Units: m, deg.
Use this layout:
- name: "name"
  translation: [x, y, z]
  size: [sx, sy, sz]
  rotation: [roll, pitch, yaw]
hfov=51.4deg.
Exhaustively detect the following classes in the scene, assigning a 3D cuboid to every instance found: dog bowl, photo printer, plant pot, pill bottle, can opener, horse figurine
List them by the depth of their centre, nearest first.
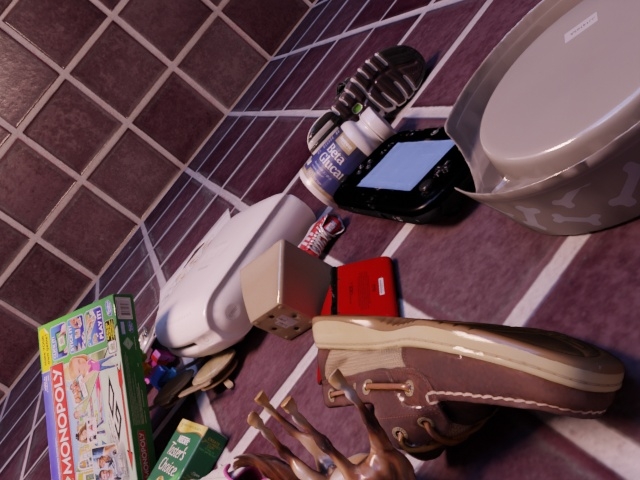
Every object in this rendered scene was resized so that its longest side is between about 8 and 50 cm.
- name: "horse figurine"
  translation: [0.014, 0.205, 0.591]
  size: [0.066, 0.174, 0.263]
  rotation: [-42, 4, -33]
- name: "dog bowl"
  translation: [0.282, -0.155, 0.672]
  size: [0.348, 0.102, 0.349]
  rotation: [-42, 22, 22]
- name: "plant pot"
  translation: [-0.051, 0.082, 0.983]
  size: [0.109, 0.109, 0.096]
  rotation: [-35, 38, 37]
- name: "pill bottle"
  translation: [0.050, -0.146, 1.153]
  size: [0.169, 0.094, 0.094]
  rotation: [-46, 21, 15]
- name: "photo printer"
  translation: [-0.163, 0.072, 1.186]
  size: [0.256, 0.107, 0.308]
  rotation: [-19, 32, 55]
- name: "can opener"
  translation: [-0.377, 0.292, 1.372]
  size: [0.284, 0.095, 0.076]
  rotation: [-61, 19, 12]

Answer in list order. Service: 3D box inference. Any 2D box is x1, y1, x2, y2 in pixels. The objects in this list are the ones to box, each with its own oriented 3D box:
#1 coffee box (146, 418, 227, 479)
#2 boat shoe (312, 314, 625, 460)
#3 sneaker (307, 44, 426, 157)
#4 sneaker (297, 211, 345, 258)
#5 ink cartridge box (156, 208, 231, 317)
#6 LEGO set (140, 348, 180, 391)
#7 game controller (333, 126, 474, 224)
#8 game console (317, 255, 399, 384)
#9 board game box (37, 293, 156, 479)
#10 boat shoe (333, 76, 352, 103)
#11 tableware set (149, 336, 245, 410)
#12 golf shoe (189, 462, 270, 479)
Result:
- name: "coffee box"
  translation: [-0.213, 0.349, 0.951]
  size: [0.113, 0.040, 0.184]
  rotation: [-12, 44, 60]
- name: "boat shoe"
  translation: [0.103, 0.132, 0.588]
  size: [0.342, 0.123, 0.123]
  rotation: [-4, 80, 54]
- name: "sneaker"
  translation: [0.074, -0.257, 1.291]
  size: [0.281, 0.106, 0.162]
  rotation: [-42, 3, -7]
- name: "sneaker"
  translation: [0.000, 0.000, 1.089]
  size: [0.067, 0.042, 0.118]
  rotation: [-36, 23, 44]
- name: "ink cartridge box"
  translation: [-0.262, 0.077, 1.489]
  size: [0.275, 0.060, 0.239]
  rotation: [-49, 19, 8]
- name: "LEGO set"
  translation: [-0.351, 0.257, 1.236]
  size: [0.087, 0.227, 0.093]
  rotation: [36, 93, 31]
- name: "game controller"
  translation: [0.128, -0.100, 0.955]
  size: [0.166, 0.067, 0.319]
  rotation: [-54, 21, -7]
- name: "game console"
  translation: [0.046, 0.101, 0.865]
  size: [0.124, 0.085, 0.144]
  rotation: [-13, 31, 9]
- name: "board game box"
  translation: [-0.370, 0.270, 1.092]
  size: [0.213, 0.046, 0.318]
  rotation: [-22, 72, 30]
- name: "boat shoe"
  translation: [0.058, -0.353, 1.562]
  size: [0.049, 0.040, 0.142]
  rotation: [-39, 24, 31]
- name: "tableware set"
  translation: [-0.205, 0.240, 1.122]
  size: [0.194, 0.039, 0.128]
  rotation: [-30, 14, 33]
- name: "golf shoe"
  translation: [-0.130, 0.320, 0.761]
  size: [0.306, 0.115, 0.140]
  rotation: [-9, 35, 52]
